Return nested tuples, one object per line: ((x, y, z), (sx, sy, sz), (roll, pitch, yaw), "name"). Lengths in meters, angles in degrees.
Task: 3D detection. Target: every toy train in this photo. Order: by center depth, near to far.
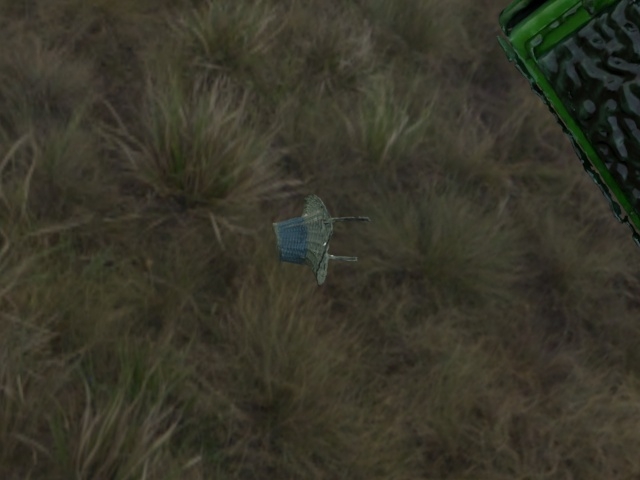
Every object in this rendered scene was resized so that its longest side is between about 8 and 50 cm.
((0.227, -0.088, 0.550), (0.243, 0.132, 0.188), (55, 43, 1), "toy train")

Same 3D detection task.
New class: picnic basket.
((0.000, 0.000, 0.837), (0.083, 0.065, 0.083), (-5, 53, -9), "picnic basket")
